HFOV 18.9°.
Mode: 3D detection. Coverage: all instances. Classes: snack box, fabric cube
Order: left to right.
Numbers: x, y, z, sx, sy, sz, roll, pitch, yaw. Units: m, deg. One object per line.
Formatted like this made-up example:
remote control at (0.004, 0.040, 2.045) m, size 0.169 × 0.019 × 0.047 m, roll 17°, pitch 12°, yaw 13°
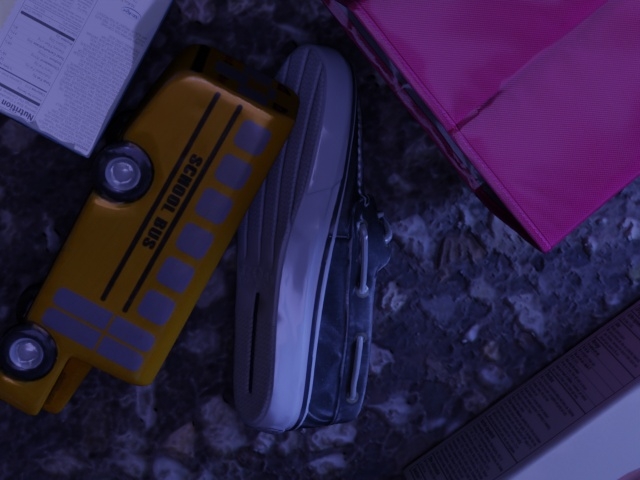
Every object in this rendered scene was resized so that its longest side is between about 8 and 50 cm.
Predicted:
snack box at (-0.285, -0.221, 1.543) m, size 0.322 × 0.060 × 0.187 m, roll 28°, pitch 90°, yaw -8°
fabric cube at (0.178, -0.184, 1.554) m, size 0.258 × 0.254 × 0.259 m, roll -39°, pitch 104°, yaw 1°

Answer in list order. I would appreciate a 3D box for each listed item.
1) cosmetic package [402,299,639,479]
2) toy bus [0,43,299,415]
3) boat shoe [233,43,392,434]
cosmetic package at (0.236, 0.190, 1.701) m, size 0.296 × 0.153 × 0.129 m, roll -36°, pitch 106°, yaw 3°
toy bus at (-0.151, 0.001, 1.600) m, size 0.130 × 0.108 × 0.333 m, roll 27°, pitch 107°, yaw -8°
boat shoe at (0.000, 0.000, 1.656) m, size 0.119 × 0.121 × 0.335 m, roll 2°, pitch 102°, yaw -31°
